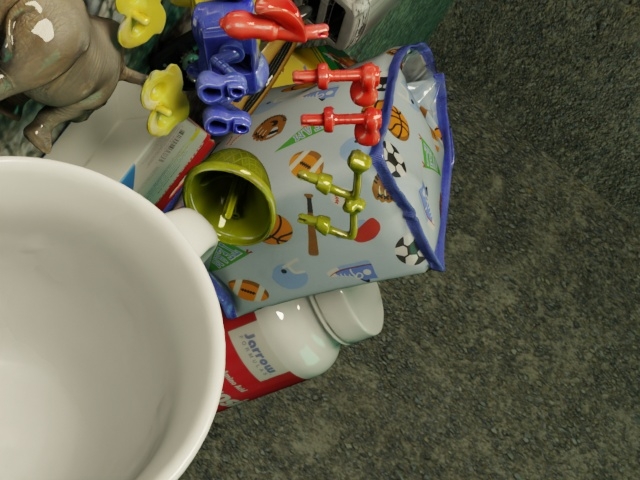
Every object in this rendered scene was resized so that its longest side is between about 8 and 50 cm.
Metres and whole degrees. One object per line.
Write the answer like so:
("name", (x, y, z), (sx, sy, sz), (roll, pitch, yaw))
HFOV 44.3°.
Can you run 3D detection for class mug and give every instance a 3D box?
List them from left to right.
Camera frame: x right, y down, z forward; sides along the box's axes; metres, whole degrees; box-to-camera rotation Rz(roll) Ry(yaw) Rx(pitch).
("mug", (-0.229, 0.103, 0.672), (0.374, 0.276, 0.328), (-45, 179, -36))

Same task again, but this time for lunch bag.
("lunch bag", (0.005, -0.108, 1.082), (0.328, 0.239, 0.385), (-15, -141, 22))

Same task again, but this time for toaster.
("toaster", (0.048, -0.358, 1.062), (0.146, 0.129, 0.227), (-47, 180, -10))

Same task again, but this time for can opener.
("can opener", (-0.094, -0.216, 0.818), (0.186, 0.059, 0.073), (-31, -139, -2))

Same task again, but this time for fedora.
("fedora", (-0.092, -0.220, 0.952), (0.194, 0.079, 0.194), (-57, -178, 3))

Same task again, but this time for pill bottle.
("pill bottle", (-0.116, 0.137, 1.260), (0.407, 0.229, 0.229), (-24, -171, 21))

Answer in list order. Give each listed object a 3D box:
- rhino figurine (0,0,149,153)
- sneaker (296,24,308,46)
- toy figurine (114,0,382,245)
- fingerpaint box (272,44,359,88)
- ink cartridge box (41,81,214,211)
("rhino figurine", (-0.187, -0.122, 0.568), (0.106, 0.073, 0.243), (-49, 180, 5))
("sneaker", (-0.045, -0.311, 1.191), (0.044, 0.040, 0.109), (-34, -178, 25))
("toy figurine", (-0.049, -0.177, 0.700), (0.362, 0.191, 0.217), (87, 0, -58))
("fingerpaint box", (-0.083, -0.144, 1.487), (0.445, 0.163, 0.371), (-53, 179, 21))
("ink cartridge box", (-0.198, -0.091, 0.844), (0.134, 0.078, 0.231), (-51, 178, 2))
